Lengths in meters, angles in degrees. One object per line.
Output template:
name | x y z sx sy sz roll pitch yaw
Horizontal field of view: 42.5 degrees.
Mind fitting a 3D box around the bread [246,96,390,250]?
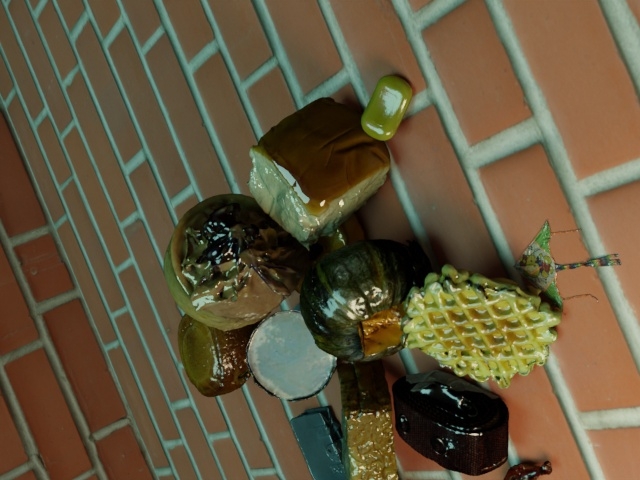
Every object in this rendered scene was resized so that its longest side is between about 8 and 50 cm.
bread | -0.003 -0.167 1.861 0.250 0.279 0.225 46 160 18

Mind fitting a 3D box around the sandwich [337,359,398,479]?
sandwich | 0.115 0.488 2.045 0.262 0.131 0.325 -100 3 -68

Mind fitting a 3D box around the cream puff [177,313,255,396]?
cream puff | -0.300 0.318 2.516 0.303 0.212 0.303 14 108 50

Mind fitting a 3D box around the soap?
soap | 0.143 -0.285 1.772 0.089 0.045 0.140 35 111 26

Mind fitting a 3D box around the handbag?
handbag | 0.015 0.600 2.386 0.179 0.062 0.229 -24 89 53

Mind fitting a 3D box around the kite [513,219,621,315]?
kite | 0.471 0.054 1.593 0.244 0.006 0.198 -5 104 52

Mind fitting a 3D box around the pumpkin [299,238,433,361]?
pumpkin | 0.110 0.136 1.834 0.192 0.320 0.320 -117 32 -41

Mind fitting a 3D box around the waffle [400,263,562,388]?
waffle | 0.323 0.175 1.694 0.317 0.073 0.297 20 135 -1

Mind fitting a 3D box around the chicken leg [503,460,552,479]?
chicken leg | 0.451 0.542 1.828 0.089 0.048 0.219 37 133 30

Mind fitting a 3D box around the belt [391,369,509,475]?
belt | 0.287 0.390 1.842 0.289 0.184 0.164 20 124 43

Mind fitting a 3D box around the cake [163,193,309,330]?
cake | -0.190 0.028 1.934 0.332 0.332 0.321 62 152 8

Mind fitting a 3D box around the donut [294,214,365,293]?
donut | 0.000 0.000 2.066 0.303 0.110 0.302 24 123 43

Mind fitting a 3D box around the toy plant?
toy plant | -0.066 0.288 2.189 0.332 0.247 0.247 8 -120 -89
